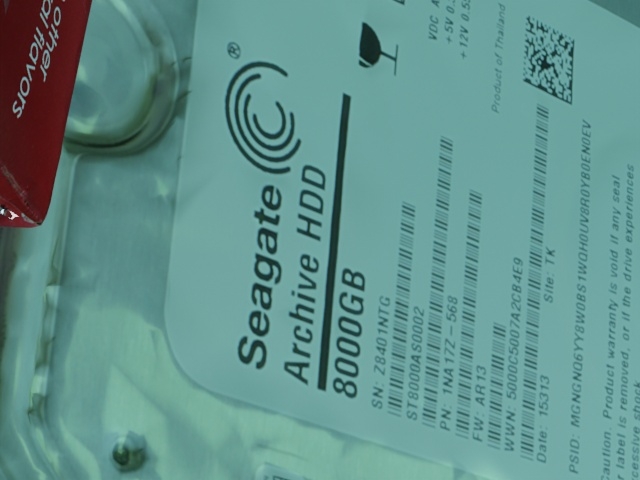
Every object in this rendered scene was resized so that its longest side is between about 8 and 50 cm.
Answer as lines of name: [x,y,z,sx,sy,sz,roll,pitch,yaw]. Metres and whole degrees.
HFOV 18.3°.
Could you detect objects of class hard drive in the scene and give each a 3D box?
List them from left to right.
hard drive: [0.032,0.004,0.501,0.339,0.064,0.237,21,63,-36]

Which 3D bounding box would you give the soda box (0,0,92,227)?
soda box: [-0.078,-0.135,0.366,0.083,0.092,0.263,67,28,-60]
